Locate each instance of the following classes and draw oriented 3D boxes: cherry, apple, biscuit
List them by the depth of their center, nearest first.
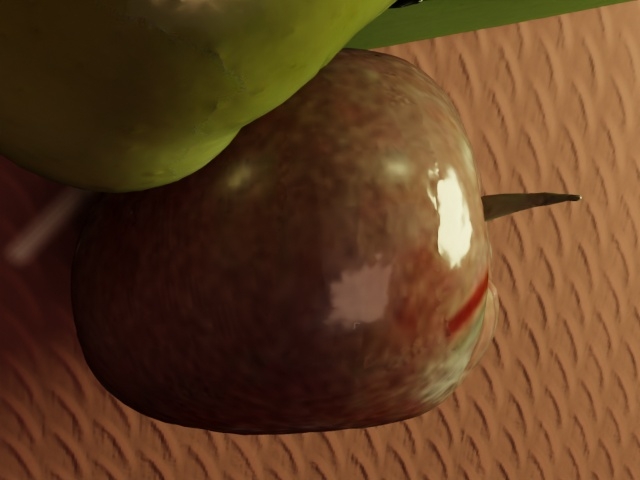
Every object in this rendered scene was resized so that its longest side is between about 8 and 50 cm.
[{"bbox_3d":[-0.075,-0.162,0.616,0.279,0.279,0.279,-12,124,-19],"label":"apple"},{"bbox_3d":[0.000,0.000,0.790,0.285,0.213,0.236,-15,163,16],"label":"cherry"},{"bbox_3d":[0.096,-0.146,0.841,0.322,0.099,0.038,-14,84,-18],"label":"biscuit"}]
